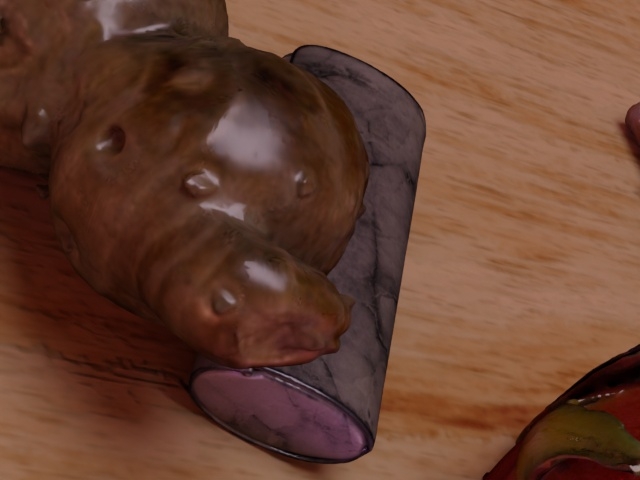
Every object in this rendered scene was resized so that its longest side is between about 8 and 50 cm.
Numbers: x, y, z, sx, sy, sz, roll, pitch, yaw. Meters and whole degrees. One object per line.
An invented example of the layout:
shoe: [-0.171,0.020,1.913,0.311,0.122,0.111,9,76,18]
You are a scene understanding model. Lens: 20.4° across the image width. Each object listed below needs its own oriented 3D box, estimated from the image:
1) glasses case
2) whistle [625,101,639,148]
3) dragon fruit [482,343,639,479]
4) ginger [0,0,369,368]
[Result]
glasses case: [0.000,0.000,1.090,0.114,0.060,0.299,26,41,-13]
whistle: [0.301,-0.022,1.390,0.107,0.057,0.220,-7,55,-29]
dragon fruit: [0.251,0.185,1.014,0.305,0.226,0.305,22,45,-23]
ginger: [-0.091,-0.076,0.967,0.256,0.176,0.375,3,40,-46]
